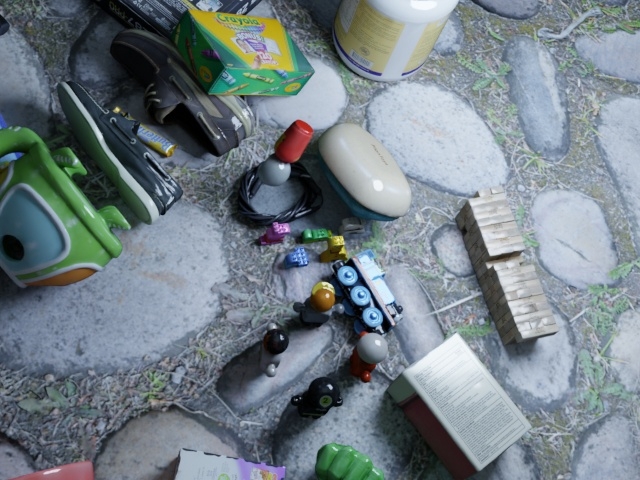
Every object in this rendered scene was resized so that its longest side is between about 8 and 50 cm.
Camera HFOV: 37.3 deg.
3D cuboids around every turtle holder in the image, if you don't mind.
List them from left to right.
[{"bbox_3d":[-0.518,-0.058,1.740,0.227,0.243,0.320,-38,120,-8],"label":"turtle holder"}]

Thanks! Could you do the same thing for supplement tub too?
[{"bbox_3d":[0.171,-0.529,2.072,0.240,0.331,0.241,5,65,-11],"label":"supplement tub"}]

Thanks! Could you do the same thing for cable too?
[{"bbox_3d":[-0.094,-0.102,1.979,0.184,0.047,0.151,-23,73,-20],"label":"cable"}]

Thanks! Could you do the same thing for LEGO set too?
[{"bbox_3d":[0.000,0.000,1.929,0.227,0.093,0.087,-8,68,-16],"label":"LEGO set"}]

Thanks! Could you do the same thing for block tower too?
[{"bbox_3d":[0.385,0.058,1.994,0.090,0.097,0.336,-11,67,-17],"label":"block tower"}]

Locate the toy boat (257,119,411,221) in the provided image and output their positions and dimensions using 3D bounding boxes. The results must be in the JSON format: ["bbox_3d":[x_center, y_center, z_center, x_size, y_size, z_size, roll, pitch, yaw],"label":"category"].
[{"bbox_3d":[0.025,-0.146,1.945,0.318,0.148,0.268,15,34,-37],"label":"toy boat"}]

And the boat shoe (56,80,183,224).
[{"bbox_3d":[-0.398,-0.195,1.908,0.113,0.127,0.340,-34,79,-25],"label":"boat shoe"}]

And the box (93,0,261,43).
[{"bbox_3d":[-0.352,-0.608,2.120,0.395,0.097,0.318,38,66,6],"label":"box"}]

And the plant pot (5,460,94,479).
[{"bbox_3d":[-0.474,0.505,1.516,0.274,0.275,0.243,-13,78,-18],"label":"plant pot"}]

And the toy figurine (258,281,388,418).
[{"bbox_3d":[-0.002,0.212,1.803,0.213,0.148,0.209,-37,79,-24],"label":"toy figurine"}]

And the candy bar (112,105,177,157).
[{"bbox_3d":[-0.372,-0.226,1.987,0.161,0.018,0.040,32,64,3],"label":"candy bar"}]

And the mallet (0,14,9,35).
[{"bbox_3d":[-0.732,-0.410,1.981,0.062,0.039,0.190,36,68,2],"label":"mallet"}]

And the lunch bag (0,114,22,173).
[{"bbox_3d":[-0.701,-0.150,1.828,0.221,0.138,0.293,-28,84,-25],"label":"lunch bag"}]

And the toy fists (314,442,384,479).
[{"bbox_3d":[0.097,0.476,1.711,0.096,0.142,0.279,-40,80,-25],"label":"toy fists"}]

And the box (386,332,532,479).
[{"bbox_3d":[0.263,0.323,1.827,0.148,0.127,0.232,-32,76,-23],"label":"box"}]

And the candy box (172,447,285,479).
[{"bbox_3d":[-0.173,0.473,1.691,0.196,0.070,0.165,13,64,-8],"label":"candy box"}]

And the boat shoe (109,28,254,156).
[{"bbox_3d":[-0.305,-0.307,1.977,0.355,0.132,0.130,35,63,5],"label":"boat shoe"}]

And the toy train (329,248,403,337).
[{"bbox_3d":[0.096,0.110,1.913,0.105,0.080,0.184,-24,73,-27],"label":"toy train"}]

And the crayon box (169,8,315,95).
[{"bbox_3d":[-0.160,-0.392,1.998,0.278,0.081,0.165,-10,59,-50],"label":"crayon box"}]
